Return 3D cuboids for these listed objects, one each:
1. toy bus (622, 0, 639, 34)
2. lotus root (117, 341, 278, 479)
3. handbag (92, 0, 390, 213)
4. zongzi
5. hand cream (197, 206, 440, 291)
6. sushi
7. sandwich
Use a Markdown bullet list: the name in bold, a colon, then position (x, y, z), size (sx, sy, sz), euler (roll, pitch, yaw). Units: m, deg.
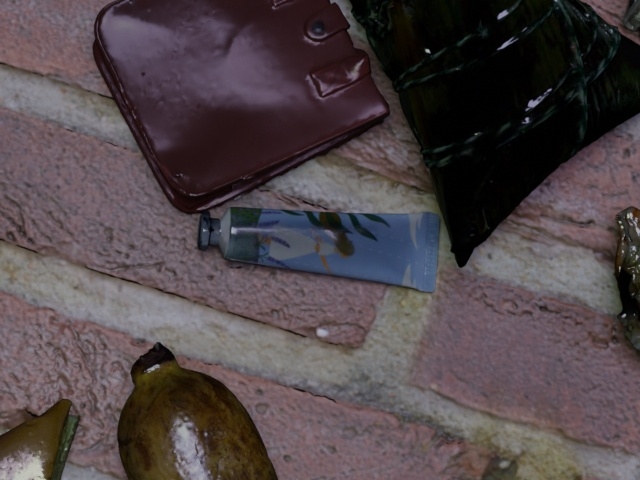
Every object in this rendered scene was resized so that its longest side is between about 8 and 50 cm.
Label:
- **toy bus**: position (0.468, -0.285, 1.923), size (0.203, 0.142, 0.142), euler (19, 76, 0)
- **lotus root**: position (-0.130, 0.230, 1.748), size (0.145, 0.128, 0.260), euler (-22, 85, -24)
- **handbag**: position (-0.093, -0.191, 1.879), size (0.276, 0.084, 0.260), euler (-25, 78, -11)
- **zongzi**: position (0.237, -0.215, 1.860), size (0.362, 0.319, 0.383), euler (-25, 97, -22)
- **hand cream**: position (0.000, 0.000, 1.856), size (0.271, 0.058, 0.091), euler (6, 79, -10)
- **sushi**: position (0.375, 0.069, 1.853), size (0.097, 0.103, 0.226), euler (-24, 78, 6)
- **sandwich**: position (-0.347, 0.269, 1.733), size (0.258, 0.094, 0.096), euler (-30, 80, -13)
